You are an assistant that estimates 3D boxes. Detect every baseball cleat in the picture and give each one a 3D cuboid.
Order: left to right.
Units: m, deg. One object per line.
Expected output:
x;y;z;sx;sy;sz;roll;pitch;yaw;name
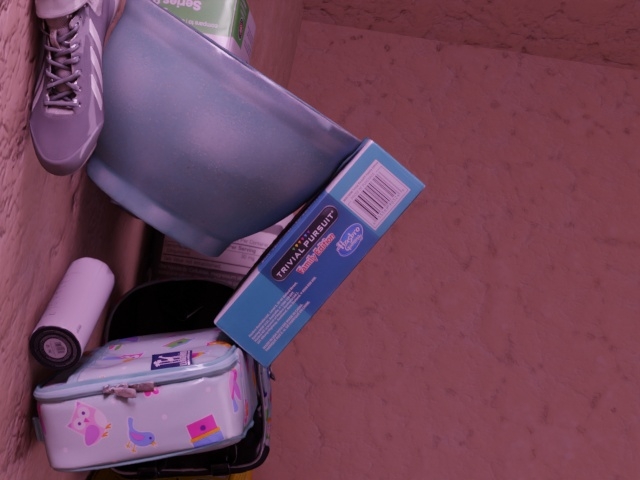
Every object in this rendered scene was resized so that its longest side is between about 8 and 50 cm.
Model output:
-0.227;-0.164;1.158;0.109;0.072;0.206;50;43;-69;baseball cleat

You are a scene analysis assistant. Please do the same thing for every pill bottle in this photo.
-0.149;0.033;1.934;0.204;0.204;0.361;70;29;-85;pill bottle

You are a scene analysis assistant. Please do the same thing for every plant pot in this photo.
-0.129;-0.106;1.425;0.196;0.293;0.293;-57;180;5;plant pot

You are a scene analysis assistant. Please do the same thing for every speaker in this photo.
-0.254;0.073;1.366;0.136;0.055;0.055;-78;176;-60;speaker

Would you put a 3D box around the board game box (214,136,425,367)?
0.000;0.000;1.531;0.254;0.079;0.336;-49;-177;4;board game box

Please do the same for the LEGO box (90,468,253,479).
-0.227;0.476;1.865;0.500;0.193;0.372;-71;170;-78;LEGO box

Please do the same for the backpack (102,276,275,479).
-0.172;0.177;1.726;0.191;0.225;0.254;84;2;-83;backpack

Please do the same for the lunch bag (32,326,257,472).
-0.185;0.164;1.427;0.279;0.224;0.108;-55;138;-86;lunch bag

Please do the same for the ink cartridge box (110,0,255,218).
-0.169;-0.165;1.670;0.211;0.121;0.289;73;26;-85;ink cartridge box
